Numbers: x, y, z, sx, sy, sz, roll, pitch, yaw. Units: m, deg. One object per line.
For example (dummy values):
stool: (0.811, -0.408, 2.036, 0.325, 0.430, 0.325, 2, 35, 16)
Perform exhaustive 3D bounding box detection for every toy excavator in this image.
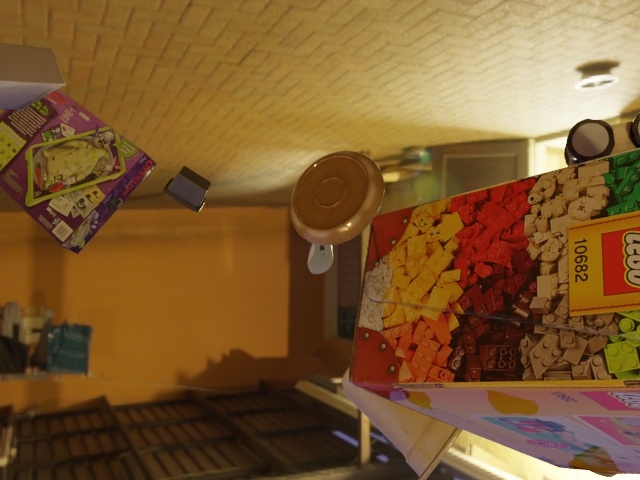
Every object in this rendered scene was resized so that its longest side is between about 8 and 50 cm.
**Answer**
toy excavator: (0.826, -0.087, 1.434, 0.432, 0.446, 0.222, -9, 176, 19)

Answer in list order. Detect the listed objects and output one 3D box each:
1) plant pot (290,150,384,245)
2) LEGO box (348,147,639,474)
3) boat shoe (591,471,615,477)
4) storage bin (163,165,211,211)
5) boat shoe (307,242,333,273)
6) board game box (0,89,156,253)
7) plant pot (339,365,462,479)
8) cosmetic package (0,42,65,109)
plant pot: (0.028, -0.103, 1.338, 0.236, 0.237, 0.032, 0, 158, 30)
LEGO box: (0.335, 0.125, 0.655, 0.372, 0.193, 0.500, -13, 147, 41)
boat shoe: (0.680, 0.494, 1.585, 0.109, 0.302, 0.098, -32, 161, -39)
storage bin: (-0.418, -0.175, 1.924, 0.135, 0.098, 0.091, 33, 127, -13)
boat shoe: (0.000, 0.000, 1.540, 0.065, 0.083, 0.183, -1, 135, -8)
board game box: (-0.476, -0.149, 1.080, 0.346, 0.208, 0.056, 35, 175, 27)
plant pot: (0.232, 0.386, 1.544, 0.305, 0.334, 0.334, 35, -170, 17)
cosmetic package: (-0.456, -0.210, 0.757, 0.098, 0.061, 0.239, -20, -177, 25)
